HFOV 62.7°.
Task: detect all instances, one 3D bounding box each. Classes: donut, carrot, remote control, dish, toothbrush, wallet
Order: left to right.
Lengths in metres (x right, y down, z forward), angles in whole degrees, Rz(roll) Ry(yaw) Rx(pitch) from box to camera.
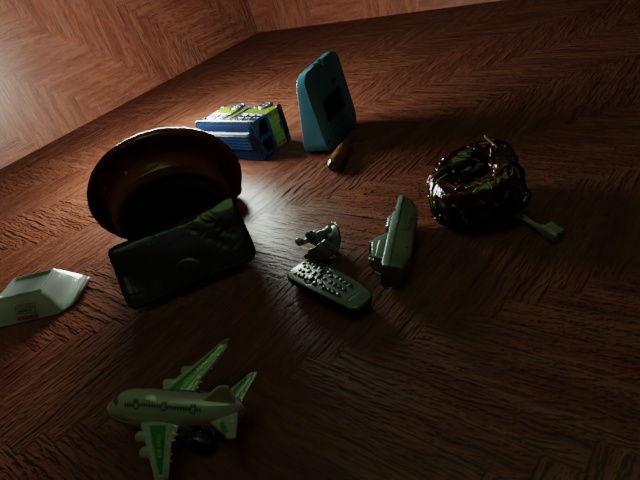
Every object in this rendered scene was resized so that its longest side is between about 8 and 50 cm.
[{"bbox_3d":[-0.696,0.125,1.313,0.234,0.064,0.154,-12,32,8],"label":"dish"},{"bbox_3d":[-0.310,0.028,1.184,0.310,0.042,0.165,-23,77,-5],"label":"wallet"},{"bbox_3d":[0.015,0.089,1.018,0.072,0.042,0.222,-35,34,-24],"label":"remote control"},{"bbox_3d":[0.059,-0.255,1.514,0.047,0.047,0.191,-5,34,21],"label":"carrot"},{"bbox_3d":[0.320,-0.125,1.097,0.216,0.096,0.230,-13,40,30],"label":"donut"},{"bbox_3d":[0.381,-0.083,1.102,0.030,0.025,0.342,-26,32,-8],"label":"toothbrush"}]

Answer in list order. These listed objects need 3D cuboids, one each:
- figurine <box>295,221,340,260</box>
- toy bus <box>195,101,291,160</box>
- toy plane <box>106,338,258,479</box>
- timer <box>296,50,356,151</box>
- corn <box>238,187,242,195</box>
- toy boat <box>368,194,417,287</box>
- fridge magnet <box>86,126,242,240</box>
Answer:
[{"bbox_3d":[0.000,0.000,1.121,0.086,0.094,0.082,-4,63,-32],"label":"figurine"},{"bbox_3d":[-0.260,-0.368,1.764,0.288,0.138,0.175,10,41,37],"label":"toy bus"},{"bbox_3d":[-0.222,0.267,0.819,0.256,0.101,0.251,-10,33,21],"label":"toy plane"},{"bbox_3d":[0.006,-0.422,1.602,0.091,0.249,0.232,4,38,31],"label":"timer"},{"bbox_3d":[-0.387,-0.103,1.448,0.363,0.120,0.120,-28,33,-16],"label":"corn"},{"bbox_3d":[0.149,-0.012,1.066,0.085,0.078,0.260,7,40,12],"label":"toy boat"},{"bbox_3d":[-0.358,-0.112,1.248,0.364,0.363,0.155,-23,57,-6],"label":"fridge magnet"}]
